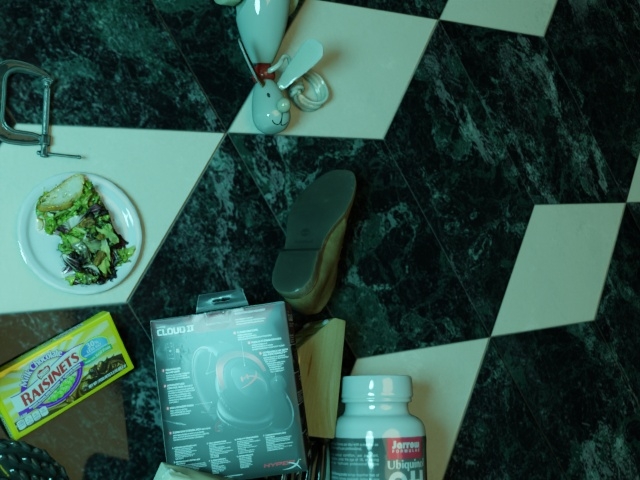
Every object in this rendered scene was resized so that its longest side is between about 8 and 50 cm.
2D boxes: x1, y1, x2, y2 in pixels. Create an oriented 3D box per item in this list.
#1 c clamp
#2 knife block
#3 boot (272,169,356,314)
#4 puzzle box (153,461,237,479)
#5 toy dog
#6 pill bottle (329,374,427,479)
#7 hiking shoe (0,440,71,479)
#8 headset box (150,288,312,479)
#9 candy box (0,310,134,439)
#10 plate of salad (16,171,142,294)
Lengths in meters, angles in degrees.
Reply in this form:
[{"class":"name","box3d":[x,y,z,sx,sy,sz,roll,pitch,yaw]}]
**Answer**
[{"class":"c clamp","box3d":[-0.457,-0.208,1.223,0.137,0.022,0.160,-2,82,-29]},{"class":"knife block","box3d":[-0.018,0.305,1.365,0.276,0.088,0.242,-38,102,-34]},{"class":"boot","box3d":[0.000,0.000,1.458,0.115,0.112,0.305,59,45,-47]},{"class":"puzzle box","box3d":[-0.189,0.549,1.130,0.272,0.052,0.408,23,90,-27]},{"class":"toy dog","box3d":[-0.082,-0.385,1.426,0.220,0.161,0.333,-30,97,-35]},{"class":"pill bottle","box3d":[0.103,0.403,1.370,0.176,0.176,0.318,7,76,-33]},{"class":"hiking shoe","box3d":[-0.472,0.339,1.051,0.304,0.132,0.113,41,25,-40]},{"class":"headset box","box3d":[-0.141,0.226,1.223,0.218,0.110,0.293,-9,83,2]},{"class":"candy box","box3d":[-0.392,0.200,1.160,0.206,0.027,0.105,-31,108,-35]},{"class":"plate of salad","box3d":[-0.375,-0.014,1.217,0.200,0.048,0.199,9,75,-33]}]
